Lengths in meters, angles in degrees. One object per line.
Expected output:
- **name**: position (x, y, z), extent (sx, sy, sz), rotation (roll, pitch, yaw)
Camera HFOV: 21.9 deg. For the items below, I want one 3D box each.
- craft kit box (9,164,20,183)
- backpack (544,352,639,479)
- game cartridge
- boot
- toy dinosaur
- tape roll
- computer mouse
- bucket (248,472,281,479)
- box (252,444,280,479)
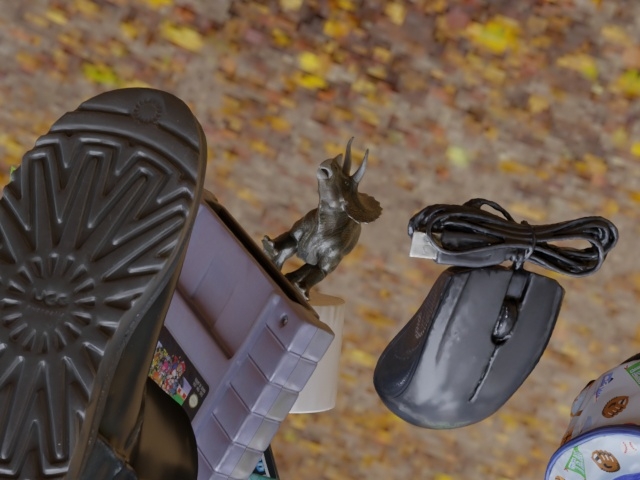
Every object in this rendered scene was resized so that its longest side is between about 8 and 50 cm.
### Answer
- **craft kit box**: position (-0.364, 0.058, 2.220), extent (0.061, 0.246, 0.250), rotation (-5, -151, -33)
- **backpack**: position (0.354, 0.246, 1.618), extent (0.263, 0.213, 0.276), rotation (36, 139, 3)
- **game cartridge**: position (-0.130, 0.105, 1.798), extent (0.068, 0.230, 0.355), rotation (28, -170, -35)
- **boot**: position (-0.163, 0.116, 1.407), extent (0.146, 0.367, 0.445), rotation (19, 164, 16)
- **toy dinosaur**: position (0.000, 0.000, 2.174), extent (0.121, 0.160, 0.313), rotation (51, 163, 9)
- **tape roll**: position (-0.088, 0.166, 2.585), extent (0.246, 0.169, 0.246), rotation (5, -177, 0)
- **computer mouse**: position (0.129, 0.084, 1.414), extent (0.188, 0.072, 0.272), rotation (4, 136, -20)
- **bucket**: position (-0.063, 0.364, 1.833), extent (0.281, 0.183, 0.281), rotation (14, 167, 3)
- **box**: position (-0.153, 0.250, 2.037), extent (0.175, 0.220, 0.051), rotation (-16, -174, -9)
